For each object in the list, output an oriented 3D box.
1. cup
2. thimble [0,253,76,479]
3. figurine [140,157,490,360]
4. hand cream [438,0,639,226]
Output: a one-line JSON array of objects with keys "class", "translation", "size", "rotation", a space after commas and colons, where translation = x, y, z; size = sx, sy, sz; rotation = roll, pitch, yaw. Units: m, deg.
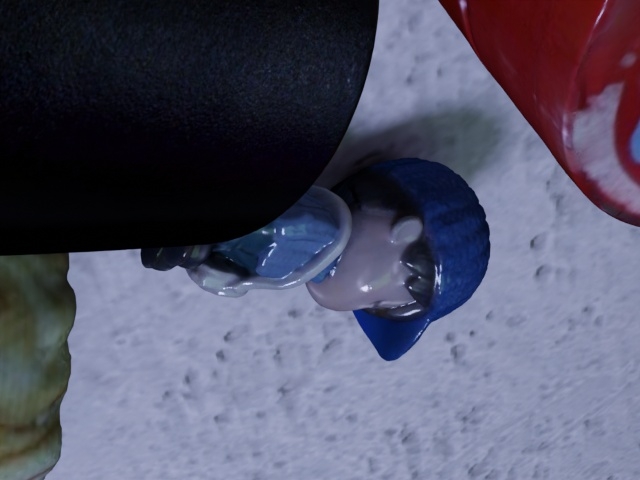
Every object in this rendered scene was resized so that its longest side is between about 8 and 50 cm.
[{"class": "cup", "translation": [-0.073, -0.096, 0.400], "size": [0.177, 0.166, 0.239], "rotation": [5, 136, -43]}, {"class": "thimble", "translation": [-0.172, 0.033, 0.520], "size": [0.143, 0.137, 0.191], "rotation": [7, 95, -38]}, {"class": "figurine", "translation": [0.000, 0.000, 0.659], "size": [0.149, 0.087, 0.086], "rotation": [13, 167, -28]}, {"class": "hand cream", "translation": [0.140, -0.127, 0.517], "size": [0.230, 0.149, 0.230], "rotation": [-18, 142, -15]}]
